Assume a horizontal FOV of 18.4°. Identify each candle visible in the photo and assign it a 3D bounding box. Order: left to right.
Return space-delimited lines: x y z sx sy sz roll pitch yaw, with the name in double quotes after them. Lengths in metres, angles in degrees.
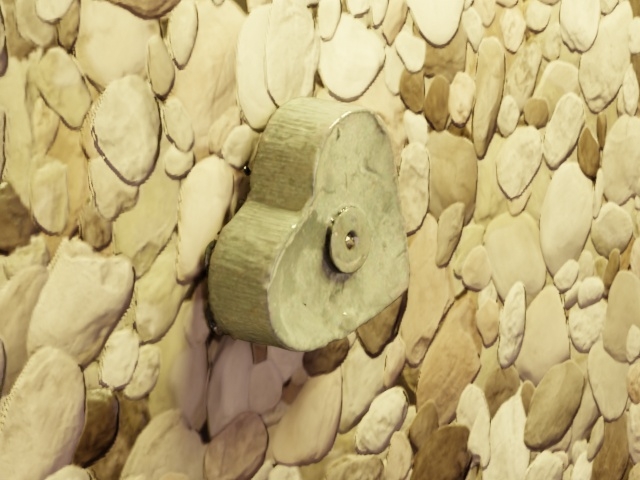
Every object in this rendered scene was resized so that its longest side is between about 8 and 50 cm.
0.000 0.000 1.452 0.168 0.068 0.192 37 71 -51 "candle"
